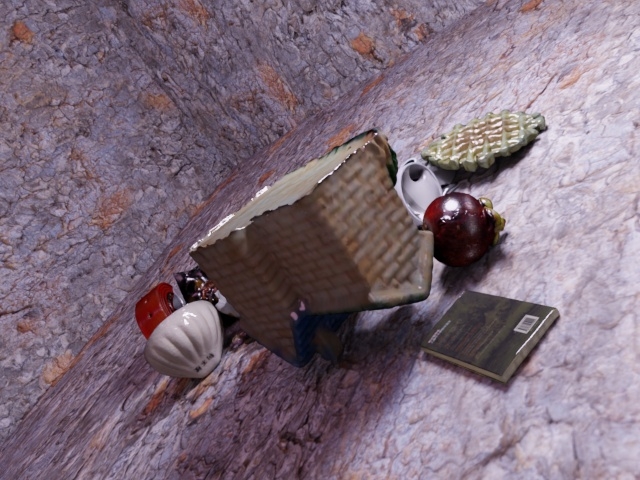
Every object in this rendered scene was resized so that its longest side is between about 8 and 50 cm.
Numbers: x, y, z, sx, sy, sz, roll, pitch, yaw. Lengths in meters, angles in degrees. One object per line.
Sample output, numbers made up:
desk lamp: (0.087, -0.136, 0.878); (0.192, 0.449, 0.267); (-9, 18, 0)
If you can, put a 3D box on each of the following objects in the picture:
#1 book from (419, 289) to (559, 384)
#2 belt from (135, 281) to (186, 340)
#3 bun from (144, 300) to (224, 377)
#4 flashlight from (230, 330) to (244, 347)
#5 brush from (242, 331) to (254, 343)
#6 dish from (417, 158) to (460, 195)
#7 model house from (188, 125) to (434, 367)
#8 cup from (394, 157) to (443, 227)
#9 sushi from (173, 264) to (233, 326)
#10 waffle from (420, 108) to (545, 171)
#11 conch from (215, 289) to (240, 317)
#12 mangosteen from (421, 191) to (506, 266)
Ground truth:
book: (0.293, 0.162, 1.037); (0.160, 0.024, 0.228); (-46, 20, -16)
belt: (-0.539, 0.274, 2.042); (0.115, 0.227, 0.324); (-37, 22, 2)
bun: (-0.382, 0.329, 1.746); (0.263, 0.175, 0.263); (-41, -22, -20)
flashlight: (-0.233, 0.280, 1.749); (0.110, 0.031, 0.052); (-48, 20, -19)
brush: (-0.132, 0.232, 1.661); (0.248, 0.036, 0.043); (-30, 29, 27)
dish: (0.298, -0.177, 1.675); (0.224, 0.078, 0.246); (-42, 20, -7)
model house: (0.028, 0.036, 1.292); (0.445, 0.400, 0.395); (-20, 17, 48)
cup: (0.220, -0.110, 1.575); (0.202, 0.167, 0.221); (-23, 10, 48)
sushi: (-0.343, 0.182, 1.955); (0.227, 0.215, 0.212); (-24, 21, -14)
waffle: (0.444, -0.277, 1.577); (0.291, 0.056, 0.309); (-33, 23, -18)
conch: (-0.214, 0.160, 1.749); (0.183, 0.148, 0.275); (-66, 19, 3)
mangosteen: (0.311, -0.028, 1.238); (0.180, 0.166, 0.166); (-15, 21, 0)
